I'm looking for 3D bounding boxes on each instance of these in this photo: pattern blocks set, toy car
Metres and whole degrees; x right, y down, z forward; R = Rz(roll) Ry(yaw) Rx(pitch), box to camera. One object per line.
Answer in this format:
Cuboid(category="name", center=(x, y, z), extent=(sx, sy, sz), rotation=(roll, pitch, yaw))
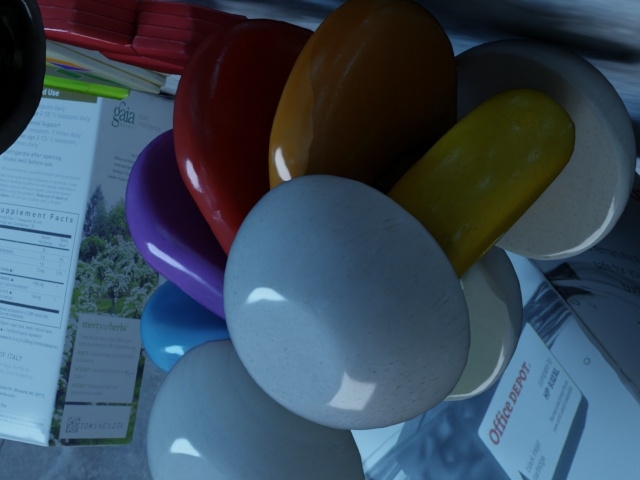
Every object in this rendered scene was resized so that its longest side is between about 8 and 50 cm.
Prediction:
Cuboid(category="pattern blocks set", center=(-0.159, -0.095, 0.657), extent=(0.324, 0.026, 0.285), rotation=(11, 180, 10))
Cuboid(category="toy car", center=(0.000, 0.000, 0.497), extent=(0.136, 0.182, 0.159), rotation=(40, -136, 12))

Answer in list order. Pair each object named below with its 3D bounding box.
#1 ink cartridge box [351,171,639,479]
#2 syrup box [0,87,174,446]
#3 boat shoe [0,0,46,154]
Cuboid(category="ink cartridge box", center=(0.136, 0.094, 0.685), extent=(0.223, 0.129, 0.307), rotation=(12, -145, -49))
Cuboid(category="syrup box", center=(-0.168, 0.011, 1.014), extent=(0.096, 0.237, 0.093), rotation=(7, 178, 28))
Cuboid(category="boat shoe", center=(-0.154, -0.058, 0.292), extent=(0.130, 0.132, 0.355), rotation=(1, -173, 12))
